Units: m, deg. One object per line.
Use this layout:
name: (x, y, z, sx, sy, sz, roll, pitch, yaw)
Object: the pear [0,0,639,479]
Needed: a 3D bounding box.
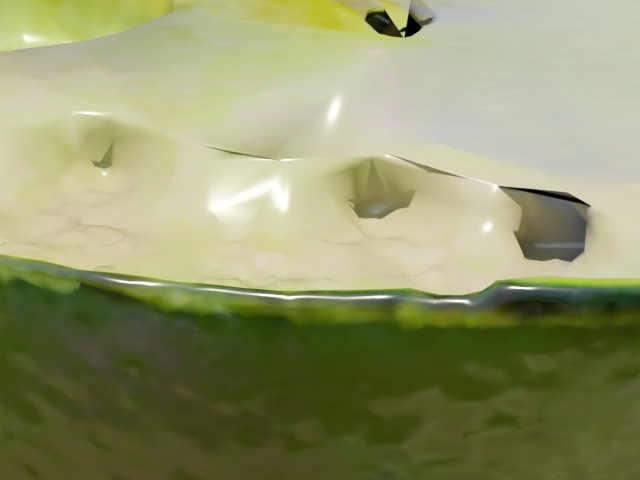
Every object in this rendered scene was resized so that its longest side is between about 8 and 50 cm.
pear: (-0.001, 0.005, 0.574, 0.399, 0.165, 0.399, 2, 24, -1)
